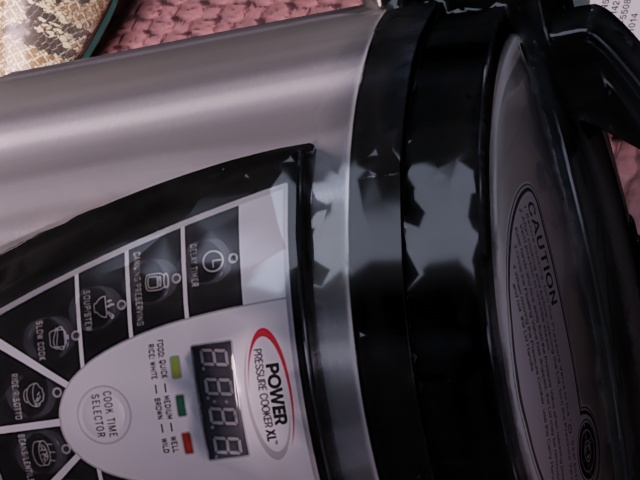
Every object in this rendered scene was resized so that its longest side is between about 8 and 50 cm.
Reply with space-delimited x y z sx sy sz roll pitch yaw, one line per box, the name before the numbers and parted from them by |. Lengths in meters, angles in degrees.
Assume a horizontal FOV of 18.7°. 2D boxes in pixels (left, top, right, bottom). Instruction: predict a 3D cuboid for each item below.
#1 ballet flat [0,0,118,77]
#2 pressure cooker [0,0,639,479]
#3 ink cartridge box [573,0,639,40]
ballet flat | -0.204 -0.341 1.589 0.164 0.182 0.483 5 56 29
pressure cooker | 0.016 0.053 1.028 0.420 0.370 0.375 -8 49 20
ink cartridge box | 0.183 -0.158 1.305 0.219 0.092 0.160 2 54 27
